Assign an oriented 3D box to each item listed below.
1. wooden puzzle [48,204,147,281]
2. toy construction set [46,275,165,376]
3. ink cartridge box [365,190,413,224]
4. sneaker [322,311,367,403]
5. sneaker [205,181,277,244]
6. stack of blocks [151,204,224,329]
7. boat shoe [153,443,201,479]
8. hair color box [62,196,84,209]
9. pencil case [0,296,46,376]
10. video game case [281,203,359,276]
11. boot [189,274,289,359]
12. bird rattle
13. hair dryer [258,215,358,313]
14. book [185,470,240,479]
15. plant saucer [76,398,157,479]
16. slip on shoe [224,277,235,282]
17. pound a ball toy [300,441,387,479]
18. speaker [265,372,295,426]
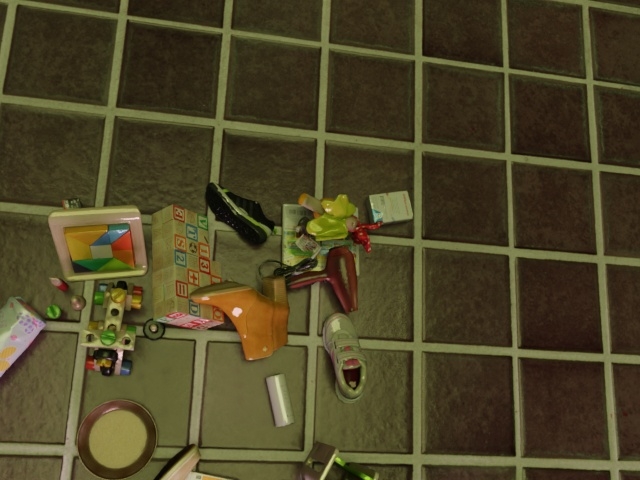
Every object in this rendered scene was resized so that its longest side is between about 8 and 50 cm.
[{"bbox_3d":[-0.568,0.016,1.689,0.220,0.239,0.044,-4,44,-12],"label":"wooden puzzle"},{"bbox_3d":[-0.551,0.187,1.636,0.308,0.237,0.258,32,73,-2],"label":"toy construction set"},{"bbox_3d":[0.204,-0.094,1.948,0.122,0.052,0.089,-8,79,-12],"label":"ink cartridge box"},{"bbox_3d":[0.077,0.318,1.795,0.102,0.111,0.253,-13,79,-14],"label":"sneaker"},{"bbox_3d":[-0.224,-0.084,1.862,0.234,0.084,0.097,44,49,0],"label":"sneaker"},{"bbox_3d":[-0.351,0.073,1.731,0.171,0.087,0.297,23,53,-51],"label":"stack of blocks"},{"bbox_3d":[-0.389,0.648,1.631,0.098,0.109,0.302,39,79,-5],"label":"boat shoe"},{"bbox_3d":[-0.642,-0.059,1.725,0.043,0.141,0.072,-12,79,-14],"label":"hair color box"},{"bbox_3d":[-0.814,0.272,1.630,0.124,0.113,0.273,23,68,41],"label":"pencil case"},{"bbox_3d":[0.000,0.000,1.900,0.226,0.026,0.207,2,76,-12],"label":"video game case"},{"bbox_3d":[-0.200,0.212,1.710,0.295,0.104,0.211,-6,99,-38],"label":"boot"},{"bbox_3d":[0.051,-0.073,1.820,0.206,0.253,0.143,31,103,31],"label":"bird rattle"},{"bbox_3d":[-0.004,0.098,1.839,0.293,0.080,0.224,38,88,4],"label":"hair dryer"},{"bbox_3d":[-0.288,0.654,1.685,0.144,0.035,0.096,14,76,-6],"label":"book"},{"bbox_3d":[-0.517,0.508,1.672,0.198,0.036,0.199,3,76,-11],"label":"plant saucer"},{"bbox_3d":[-0.214,0.157,1.810,0.041,0.051,0.135,-34,84,-40],"label":"slip on shoe"},{"bbox_3d":[0.072,0.615,1.615,0.208,0.319,0.136,32,73,-3],"label":"pound a ball toy"},{"bbox_3d":[-0.107,0.428,1.762,0.055,0.055,0.136,-11,80,-14],"label":"speaker"}]
